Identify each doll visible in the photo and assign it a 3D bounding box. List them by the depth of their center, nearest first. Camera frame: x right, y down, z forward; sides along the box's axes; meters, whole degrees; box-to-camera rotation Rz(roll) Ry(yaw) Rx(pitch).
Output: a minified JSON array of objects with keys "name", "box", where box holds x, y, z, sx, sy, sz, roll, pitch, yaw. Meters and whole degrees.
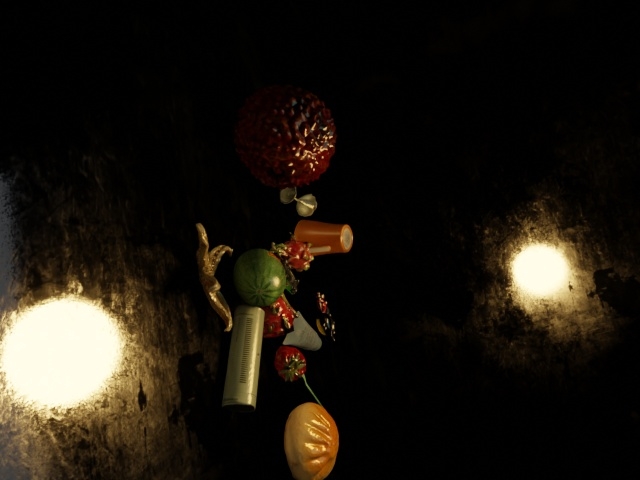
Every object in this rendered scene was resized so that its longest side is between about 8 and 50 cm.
[{"name":"doll","box":[0.017,0.372,2.370,0.127,0.088,0.248,5,62,-48]}]

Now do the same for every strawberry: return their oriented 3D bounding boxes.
[{"name":"strawberry","box":[-0.126,0.467,1.898,0.131,0.148,0.131,-3,96,-35]}]

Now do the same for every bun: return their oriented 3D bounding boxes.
[{"name":"bun","box":[-0.014,0.780,1.903,0.299,0.165,0.298,-15,90,-69]}]

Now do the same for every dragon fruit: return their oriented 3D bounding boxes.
[{"name":"dragon fruit","box":[-0.171,0.264,1.825,0.167,0.160,0.171,-14,88,-28]},{"name":"dragon fruit","box":[-0.126,0.047,2.127,0.236,0.135,0.137,36,48,-35]}]

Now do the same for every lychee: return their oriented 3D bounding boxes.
[{"name":"lychee","box":[-0.144,-0.413,1.975,0.500,0.425,0.424,-118,-175,-66]}]

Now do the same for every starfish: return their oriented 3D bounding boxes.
[{"name":"starfish","box":[-0.335,0.109,1.555,0.327,0.095,0.375,-100,180,-52]}]

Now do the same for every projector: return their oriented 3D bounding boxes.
[{"name":"projector","box":[-0.248,0.380,1.611,0.108,0.108,0.337,53,31,-48]}]

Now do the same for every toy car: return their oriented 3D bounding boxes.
[{"name":"toy car","box":[-0.147,0.156,2.083,0.071,0.063,0.165,-77,147,-48]}]

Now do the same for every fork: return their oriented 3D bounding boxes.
[{"name":"fork","box":[-0.044,0.598,2.018,0.235,0.021,0.039,53,26,-2]}]

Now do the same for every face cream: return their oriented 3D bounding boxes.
[{"name":"face cream","box":[-0.070,0.394,2.034,0.135,0.086,0.385,-65,159,-13]}]

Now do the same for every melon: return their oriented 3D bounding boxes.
[{"name":"melon","box":[-0.212,0.121,1.703,0.287,0.182,0.182,-124,-170,-64]}]

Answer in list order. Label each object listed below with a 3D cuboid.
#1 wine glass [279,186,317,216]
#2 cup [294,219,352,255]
[{"name":"wine glass","box":[-0.110,-0.195,2.342,0.183,0.122,0.122,31,49,-56]},{"name":"cup","box":[0.000,0.000,2.316,0.226,0.264,0.182,-48,131,-53]}]
